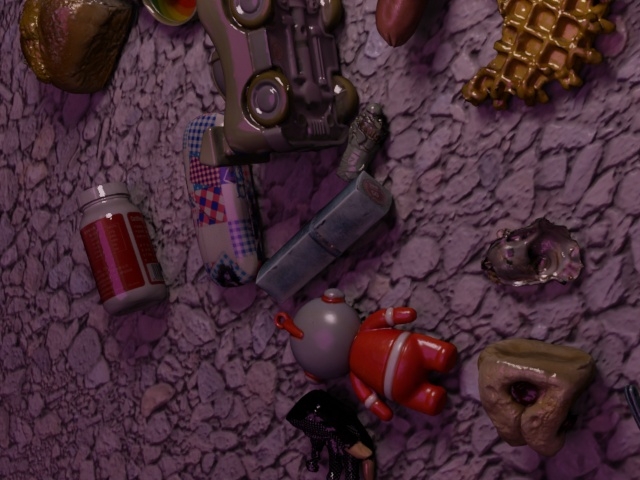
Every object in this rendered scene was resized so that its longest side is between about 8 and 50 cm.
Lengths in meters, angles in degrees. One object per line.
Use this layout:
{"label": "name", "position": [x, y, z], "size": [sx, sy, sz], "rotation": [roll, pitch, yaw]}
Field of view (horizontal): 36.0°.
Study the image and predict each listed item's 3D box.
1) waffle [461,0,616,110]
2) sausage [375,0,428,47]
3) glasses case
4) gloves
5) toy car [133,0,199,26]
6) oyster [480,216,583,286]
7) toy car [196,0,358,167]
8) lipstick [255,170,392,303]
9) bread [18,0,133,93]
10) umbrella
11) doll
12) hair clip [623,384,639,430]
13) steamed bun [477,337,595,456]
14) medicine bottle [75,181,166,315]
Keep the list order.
{"label": "waffle", "position": [0.305, -0.346, 1.455], "size": [0.260, 0.069, 0.292], "rotation": [-13, 88, 38]}
{"label": "sausage", "position": [0.171, -0.508, 1.507], "size": [0.088, 0.088, 0.433], "rotation": [25, 101, 32]}
{"label": "glasses case", "position": [-0.183, -0.075, 1.833], "size": [0.125, 0.076, 0.327], "rotation": [-12, 88, 35]}
{"label": "gloves", "position": [0.034, 0.347, 1.714], "size": [0.180, 0.106, 0.129], "rotation": [47, 124, -9]}
{"label": "toy car", "position": [-0.297, -0.509, 1.855], "size": [0.235, 0.145, 0.235], "rotation": [15, 119, 29]}
{"label": "oyster", "position": [0.310, 0.019, 1.492], "size": [0.166, 0.053, 0.108], "rotation": [-13, 113, 29]}
{"label": "toy car", "position": [-0.097, -0.302, 1.649], "size": [0.226, 0.242, 0.336], "rotation": [-10, 91, 34]}
{"label": "lipstick", "position": [0.000, 0.000, 1.694], "size": [0.076, 0.077, 0.290], "rotation": [40, 124, -14]}
{"label": "bread", "position": [-0.506, -0.436, 1.977], "size": [0.195, 0.176, 0.246], "rotation": [40, 116, 25]}
{"label": "umbrella", "position": [0.071, -0.164, 1.653], "size": [0.067, 0.062, 0.143], "rotation": [52, 128, 57]}
{"label": "doll", "position": [0.064, 0.185, 1.665], "size": [0.336, 0.105, 0.199], "rotation": [16, 102, 26]}
{"label": "hair clip", "position": [0.498, 0.305, 1.390], "size": [0.229, 0.039, 0.070], "rotation": [52, 122, 22]}
{"label": "steamed bun", "position": [0.315, 0.238, 1.459], "size": [0.172, 0.141, 0.155], "rotation": [6, 102, 32]}
{"label": "medicine bottle", "position": [-0.402, 0.018, 1.970], "size": [0.131, 0.131, 0.250], "rotation": [-27, 78, 35]}
